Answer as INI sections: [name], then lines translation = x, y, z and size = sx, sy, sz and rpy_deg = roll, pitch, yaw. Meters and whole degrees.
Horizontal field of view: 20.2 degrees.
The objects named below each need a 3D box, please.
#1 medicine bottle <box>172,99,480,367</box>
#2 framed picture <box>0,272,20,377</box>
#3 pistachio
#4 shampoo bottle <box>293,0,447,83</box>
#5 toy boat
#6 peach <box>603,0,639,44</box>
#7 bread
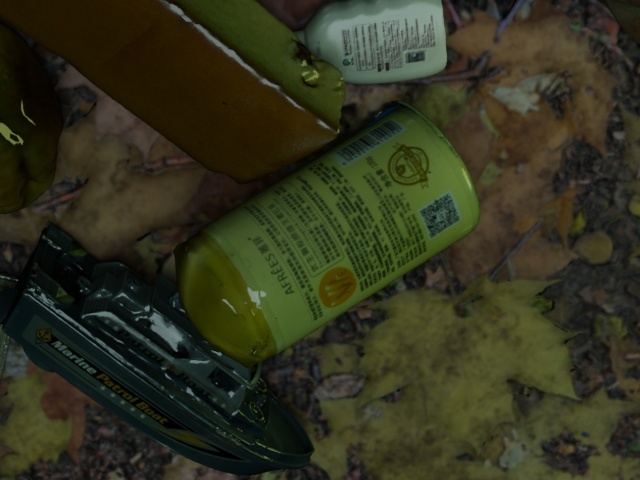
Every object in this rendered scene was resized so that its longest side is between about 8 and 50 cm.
[medicine bottle]
translation = 0.000, 0.000, 1.398
size = 0.239, 0.124, 0.124
rpy_deg = -33, 110, -12
[framed picture]
translation = -0.356, 0.117, 1.513
size = 0.173, 0.010, 0.231
rpy_deg = 12, 109, -8
[pistachio]
translation = -0.267, -0.102, 1.386
size = 0.100, 0.110, 0.189
rpy_deg = -6, 115, 33
[shampoo bottle]
translation = 0.022, -0.157, 1.413
size = 0.152, 0.045, 0.077
rpy_deg = -9, 113, -2
[toy boat]
translation = -0.122, 0.099, 1.465
size = 0.296, 0.114, 0.122
rpy_deg = 35, 114, -16
[peach]
translation = 0.288, -0.218, 1.361
size = 0.152, 0.152, 0.152
rpy_deg = -1, 111, -3
[bread]
translation = -0.150, -0.179, 1.350
size = 0.361, 0.077, 0.138
rpy_deg = 36, 144, -16
